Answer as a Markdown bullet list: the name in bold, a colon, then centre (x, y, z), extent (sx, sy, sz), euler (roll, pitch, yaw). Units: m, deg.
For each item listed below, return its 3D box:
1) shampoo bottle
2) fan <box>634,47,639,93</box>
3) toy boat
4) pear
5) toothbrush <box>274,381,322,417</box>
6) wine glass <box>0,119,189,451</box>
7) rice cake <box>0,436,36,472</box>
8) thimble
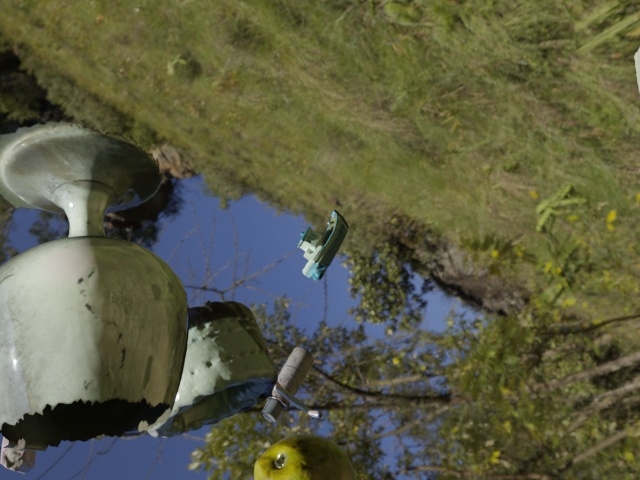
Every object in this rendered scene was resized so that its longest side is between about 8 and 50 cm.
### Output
- **shampoo bottle**: centre (-0.089, 0.383, 1.733), extent (0.072, 0.072, 0.214), euler (50, -132, -21)
- **fan**: centre (0.516, -0.287, 0.870), extent (0.182, 0.010, 0.310), euler (40, 152, 40)
- **toy boat**: centre (0.000, 0.000, 1.611), extent (0.102, 0.088, 0.215), euler (32, -129, -2)
- **pear**: centre (-0.039, 0.621, 1.663), extent (0.307, 0.252, 0.253), euler (53, -154, -37)
- **toothbrush**: centre (-0.083, 0.335, 1.458), extent (0.021, 0.269, 0.027), euler (0, -75, -39)
- **wine glass**: centre (-0.270, 0.054, 0.737), extent (0.238, 0.238, 0.323), euler (26, -136, -48)
- **rice cake**: centre (-0.545, 0.273, 1.211), extent (0.050, 0.106, 0.298), euler (2, -112, -13)
- **thimble**: centre (-0.192, 0.206, 1.021), extent (0.237, 0.237, 0.150), euler (13, -135, -56)
